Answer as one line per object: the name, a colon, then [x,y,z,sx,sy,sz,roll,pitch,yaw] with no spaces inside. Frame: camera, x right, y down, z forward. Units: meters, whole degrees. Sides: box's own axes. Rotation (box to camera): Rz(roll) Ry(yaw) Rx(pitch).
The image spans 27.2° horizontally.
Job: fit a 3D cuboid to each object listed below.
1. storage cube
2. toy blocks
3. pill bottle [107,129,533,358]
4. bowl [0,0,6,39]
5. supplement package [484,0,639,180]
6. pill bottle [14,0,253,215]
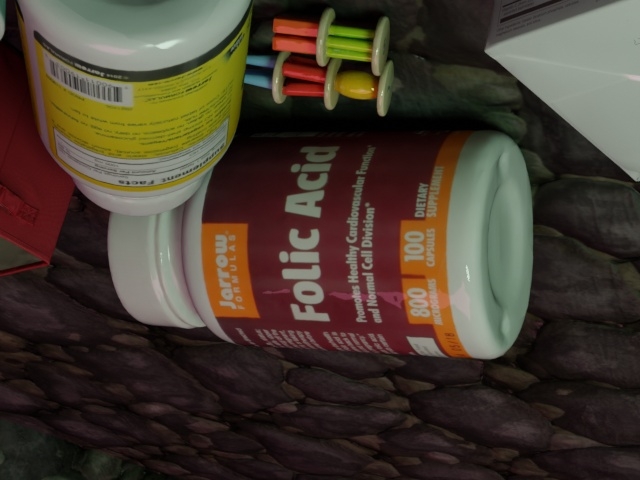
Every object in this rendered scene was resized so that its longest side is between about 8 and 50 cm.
storage cube: [-0.378,-0.085,1.378,0.215,0.193,0.183,-10,146,41]
toy blocks: [-0.012,-0.165,1.199,0.148,0.054,0.123,8,155,11]
pill bottle: [0.000,0.000,1.338,0.392,0.224,0.224,1,152,23]
bowl: [-0.357,-0.277,0.969,0.311,0.163,0.311,16,167,4]
supplement package: [0.288,-0.174,0.930,0.262,0.145,0.204,-13,144,44]
pill bottle: [-0.157,-0.154,1.136,0.187,0.188,0.334,14,155,-1]
